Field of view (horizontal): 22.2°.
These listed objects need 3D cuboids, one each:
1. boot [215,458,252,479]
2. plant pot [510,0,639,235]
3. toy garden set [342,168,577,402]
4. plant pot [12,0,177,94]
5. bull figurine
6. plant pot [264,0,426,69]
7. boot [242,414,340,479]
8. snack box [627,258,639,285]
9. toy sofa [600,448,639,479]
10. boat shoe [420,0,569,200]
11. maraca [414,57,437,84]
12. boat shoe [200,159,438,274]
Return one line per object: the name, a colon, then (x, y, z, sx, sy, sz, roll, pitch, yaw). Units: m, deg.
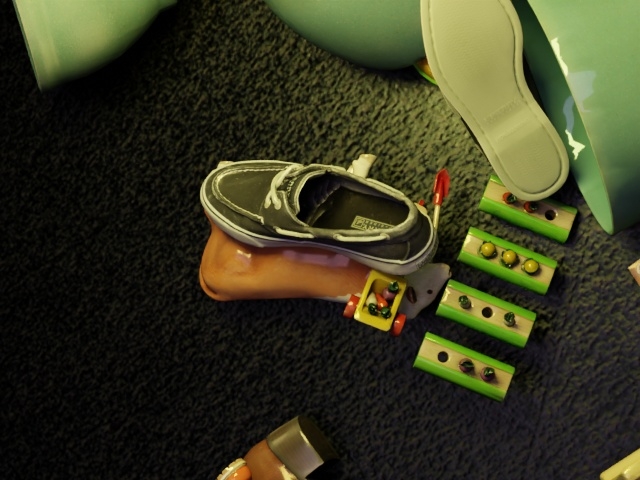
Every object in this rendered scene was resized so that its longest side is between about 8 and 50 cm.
boot: (-0.099, 0.336, 1.919, 0.085, 0.059, 0.158, 27, 109, 26)
plant pot: (0.363, -0.182, 1.732, 0.235, 0.293, 0.293, -22, 81, 4)
toy garden set: (0.157, 0.031, 1.845, 0.204, 0.049, 0.244, 22, 76, 3)
plant pot: (-0.288, -0.345, 1.987, 0.196, 0.293, 0.293, -17, 82, -8)
bull figurine: (0.000, 0.000, 1.945, 0.310, 0.101, 0.188, -1, 81, 14)
plant pot: (0.019, -0.347, 1.839, 0.290, 0.195, 0.290, -4, 85, 49)
boot: (-0.062, 0.391, 1.954, 0.280, 0.096, 0.264, -41, 76, 15)
snack box: (0.437, 0.007, 1.827, 0.178, 0.022, 0.064, -36, 78, 15)
toy sofa: (0.466, 0.364, 1.754, 0.150, 0.177, 0.362, -32, 76, -8)
boat shoe: (0.180, -0.181, 1.806, 0.114, 0.091, 0.302, -24, 117, -1)
maraca: (0.147, -0.244, 1.904, 0.186, 0.099, 0.127, 22, 96, 30)
boat shoe: (-0.015, -0.042, 1.835, 0.301, 0.102, 0.108, 18, 70, 29)
